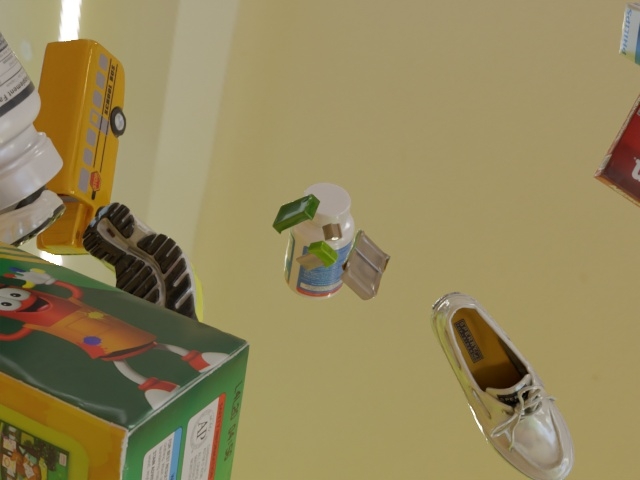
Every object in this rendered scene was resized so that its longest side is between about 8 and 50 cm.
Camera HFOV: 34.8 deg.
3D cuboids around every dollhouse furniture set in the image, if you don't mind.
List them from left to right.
[{"bbox_3d":[0.013,0.012,1.273,0.058,0.076,0.151,-22,-55,41],"label":"dollhouse furniture set"}]

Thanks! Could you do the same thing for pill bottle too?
[{"bbox_3d":[-0.282,-0.115,0.788,0.108,0.108,0.180,5,-51,51],"label":"pill bottle"},{"bbox_3d":[0.000,0.000,1.971,0.124,0.124,0.221,46,-35,30],"label":"pill bottle"}]

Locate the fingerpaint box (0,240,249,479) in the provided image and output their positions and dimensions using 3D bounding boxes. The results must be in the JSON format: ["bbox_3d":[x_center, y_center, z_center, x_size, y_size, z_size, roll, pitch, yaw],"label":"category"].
[{"bbox_3d":[-0.274,0.235,0.827,0.371,0.163,0.445,19,-65,22],"label":"fingerpaint box"}]

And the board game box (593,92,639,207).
[{"bbox_3d":[0.525,-0.073,1.400,0.281,0.145,0.027,32,-9,-7],"label":"board game box"}]

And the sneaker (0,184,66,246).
[{"bbox_3d":[-0.416,-0.007,1.134,0.271,0.100,0.108,-30,-81,10],"label":"sneaker"}]

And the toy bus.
[{"bbox_3d":[-0.401,-0.148,1.658,0.108,0.130,0.333,-1,-108,19],"label":"toy bus"}]

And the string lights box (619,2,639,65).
[{"bbox_3d":[0.498,-0.235,1.267,0.260,0.133,0.077,-119,-155,-60],"label":"string lights box"}]

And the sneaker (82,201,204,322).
[{"bbox_3d":[-0.158,0.038,1.018,0.094,0.081,0.208,46,0,-43],"label":"sneaker"}]

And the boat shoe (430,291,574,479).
[{"bbox_3d":[0.311,0.248,1.662,0.367,0.135,0.156,61,-2,-3],"label":"boat shoe"}]
